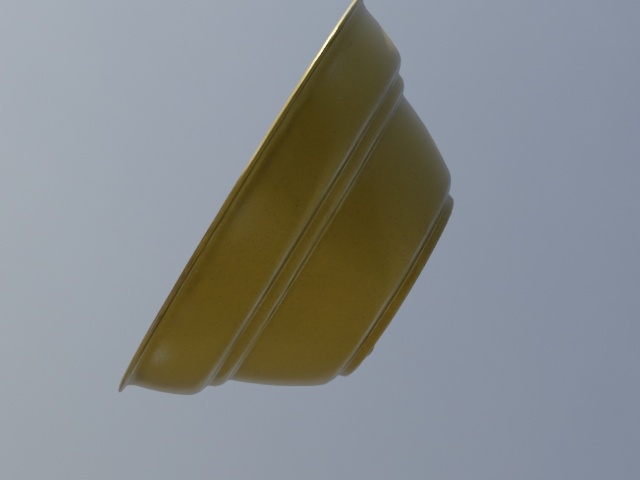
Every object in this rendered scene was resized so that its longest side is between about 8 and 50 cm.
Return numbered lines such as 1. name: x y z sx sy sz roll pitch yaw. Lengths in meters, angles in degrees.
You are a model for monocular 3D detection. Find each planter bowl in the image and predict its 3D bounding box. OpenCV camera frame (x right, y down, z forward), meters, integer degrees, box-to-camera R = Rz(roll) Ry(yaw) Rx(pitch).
1. planter bowl: 0.000 0.000 0.711 0.090 0.217 0.217 32 -34 -2
